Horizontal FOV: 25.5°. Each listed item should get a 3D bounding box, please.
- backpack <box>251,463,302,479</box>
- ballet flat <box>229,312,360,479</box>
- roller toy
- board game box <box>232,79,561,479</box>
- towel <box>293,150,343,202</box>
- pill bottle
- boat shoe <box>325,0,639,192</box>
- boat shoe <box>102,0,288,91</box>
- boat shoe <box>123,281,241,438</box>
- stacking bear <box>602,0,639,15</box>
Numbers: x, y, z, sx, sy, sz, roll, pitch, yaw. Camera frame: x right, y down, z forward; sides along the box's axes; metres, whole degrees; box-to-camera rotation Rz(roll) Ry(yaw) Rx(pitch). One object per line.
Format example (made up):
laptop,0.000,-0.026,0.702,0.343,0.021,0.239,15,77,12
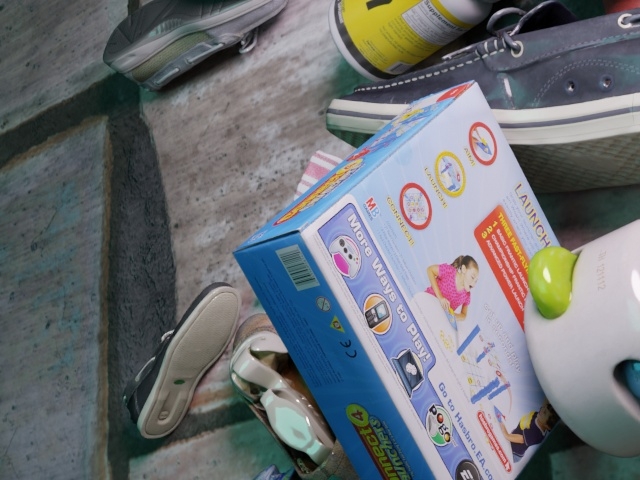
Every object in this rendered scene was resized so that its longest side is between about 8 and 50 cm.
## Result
backpack,-0.060,0.316,1.600,0.114,0.084,0.105,-53,3,32
ballet flat,-0.039,0.173,1.623,0.107,0.106,0.316,-54,45,9
roller toy,0.290,0.083,1.248,0.146,0.209,0.191,-30,70,36
board game box,0.106,0.058,1.273,0.086,0.302,0.308,-17,107,43
towel,0.000,0.000,1.697,0.144,0.029,0.197,30,99,46
pill bottle,0.119,-0.276,1.596,0.208,0.119,0.119,-30,57,36
boat shoe,0.222,-0.145,1.407,0.500,0.187,0.156,-2,71,41
boat shoe,-0.157,-0.288,1.918,0.320,0.103,0.118,-21,43,35
boat shoe,-0.181,0.141,1.800,0.233,0.084,0.079,-58,45,20
stacking bear,0.238,-0.338,1.363,0.164,0.289,0.175,-47,48,26
